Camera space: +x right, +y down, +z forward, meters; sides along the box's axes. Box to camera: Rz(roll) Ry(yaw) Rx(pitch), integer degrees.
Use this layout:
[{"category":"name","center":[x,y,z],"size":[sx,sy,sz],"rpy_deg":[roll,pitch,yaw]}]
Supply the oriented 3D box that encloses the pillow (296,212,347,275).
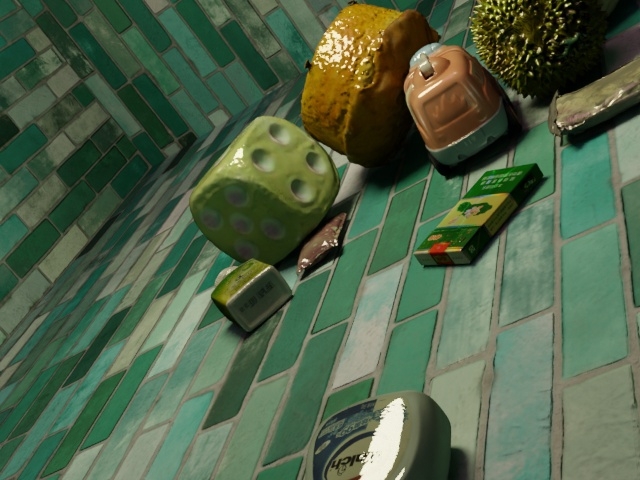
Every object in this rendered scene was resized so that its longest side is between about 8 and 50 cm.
[{"category":"pillow","center":[0.000,0.000,1.980],"size":[0.118,0.043,0.185],"rpy_deg":[-34,18,19]}]

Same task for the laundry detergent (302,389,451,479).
[{"category":"laundry detergent","center":[0.039,0.312,1.067],"size":[0.215,0.105,0.280],"rpy_deg":[-24,24,33]}]

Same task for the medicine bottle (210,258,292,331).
[{"category":"medicine bottle","center":[-0.155,0.109,1.930],"size":[0.132,0.088,0.188],"rpy_deg":[-42,20,-14]}]

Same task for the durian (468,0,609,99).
[{"category":"durian","center":[0.447,-0.416,1.858],"size":[0.291,0.291,0.224],"rpy_deg":[-37,30,1]}]

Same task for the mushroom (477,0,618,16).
[{"category":"mushroom","center":[0.494,-0.609,2.101],"size":[0.353,0.325,0.353],"rpy_deg":[-37,34,30]}]

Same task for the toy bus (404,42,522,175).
[{"category":"toy bus","center":[0.270,-0.288,1.900],"size":[0.194,0.232,0.287],"rpy_deg":[-34,20,19]}]

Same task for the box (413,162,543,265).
[{"category":"box","center":[0.275,-0.045,1.602],"size":[0.235,0.034,0.132],"rpy_deg":[-46,21,-24]}]

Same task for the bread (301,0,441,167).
[{"category":"bread","center":[0.124,-0.352,2.108],"size":[0.398,0.215,0.398],"rpy_deg":[-55,-19,-29]}]

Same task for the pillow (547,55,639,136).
[{"category":"pillow","center":[0.523,-0.258,1.631],"size":[0.255,0.059,0.169],"rpy_deg":[-26,22,26]}]

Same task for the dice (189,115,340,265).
[{"category":"dice","center":[-0.127,-0.110,2.080],"size":[0.254,0.250,0.252],"rpy_deg":[-39,14,42]}]
